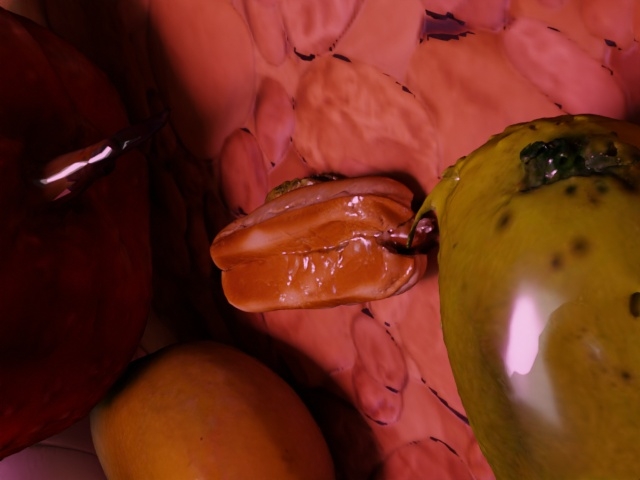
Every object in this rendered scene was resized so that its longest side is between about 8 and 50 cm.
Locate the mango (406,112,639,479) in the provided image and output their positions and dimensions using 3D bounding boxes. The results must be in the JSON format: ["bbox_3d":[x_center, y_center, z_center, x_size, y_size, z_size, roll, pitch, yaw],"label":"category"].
[{"bbox_3d":[0.094,0.044,0.388,0.119,0.100,0.178,-97,-13,-69],"label":"mango"}]

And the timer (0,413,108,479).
[{"bbox_3d":[-0.196,0.207,0.774,0.233,0.234,0.240,102,158,-43],"label":"timer"}]

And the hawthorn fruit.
[{"bbox_3d":[-0.175,-0.012,0.636,0.300,0.254,0.254,-20,93,31],"label":"hawthorn fruit"}]

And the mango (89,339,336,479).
[{"bbox_3d":[-0.060,0.110,0.655,0.195,0.092,0.130,22,129,54],"label":"mango"}]

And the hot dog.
[{"bbox_3d":[0.000,0.000,0.552,0.133,0.041,0.056,-11,101,49],"label":"hot dog"}]
